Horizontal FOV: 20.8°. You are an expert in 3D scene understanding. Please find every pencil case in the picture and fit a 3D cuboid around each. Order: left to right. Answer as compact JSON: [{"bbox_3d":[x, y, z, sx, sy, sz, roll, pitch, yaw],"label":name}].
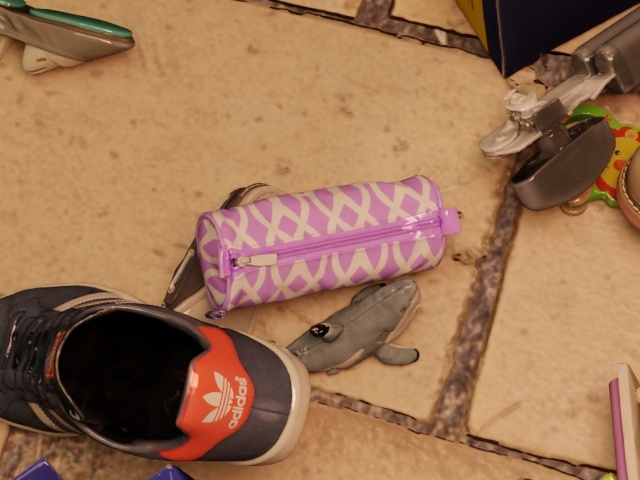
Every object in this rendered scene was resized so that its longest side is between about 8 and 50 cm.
[{"bbox_3d":[0.000,0.000,1.393,0.206,0.088,0.086,-13,86,-19],"label":"pencil case"}]

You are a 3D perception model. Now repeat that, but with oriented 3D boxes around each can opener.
[{"bbox_3d":[0.246,-0.133,1.426,0.280,0.074,0.093,-38,108,-14],"label":"can opener"}]

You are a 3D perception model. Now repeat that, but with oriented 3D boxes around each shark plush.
[{"bbox_3d":[0.005,0.072,1.411,0.161,0.067,0.073,-13,71,4],"label":"shark plush"}]

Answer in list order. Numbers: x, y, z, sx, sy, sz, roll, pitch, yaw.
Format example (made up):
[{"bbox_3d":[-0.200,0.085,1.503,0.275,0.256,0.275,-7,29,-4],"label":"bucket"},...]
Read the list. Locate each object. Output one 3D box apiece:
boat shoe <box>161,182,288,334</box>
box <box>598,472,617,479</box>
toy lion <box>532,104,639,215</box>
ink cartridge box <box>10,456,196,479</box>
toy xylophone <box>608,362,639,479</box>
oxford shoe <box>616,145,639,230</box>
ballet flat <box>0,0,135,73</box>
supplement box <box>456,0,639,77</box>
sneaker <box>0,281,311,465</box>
[{"bbox_3d":[-0.091,0.045,1.451,0.065,0.075,0.206,19,78,59],"label":"boat shoe"},{"bbox_3d":[0.235,0.279,1.322,0.109,0.042,0.178,-37,71,-3],"label":"box"},{"bbox_3d":[0.235,-0.069,1.444,0.096,0.034,0.100,-20,70,-5],"label":"toy lion"},{"bbox_3d":[-0.135,0.356,1.301,0.270,0.151,0.395,-35,69,-3],"label":"ink cartridge box"},{"bbox_3d":[0.381,0.172,1.292,0.323,0.081,0.236,-11,57,2],"label":"toy xylophone"},{"bbox_3d":[0.423,-0.055,1.325,0.397,0.146,0.140,4,51,16],"label":"oxford shoe"},{"bbox_3d":[-0.263,-0.183,1.546,0.213,0.072,0.068,20,104,15],"label":"ballet flat"},{"bbox_3d":[0.145,-0.354,1.461,0.194,0.195,0.356,-28,71,-1],"label":"supplement box"},{"bbox_3d":[-0.182,0.092,1.343,0.350,0.148,0.131,4,82,35],"label":"sneaker"}]
